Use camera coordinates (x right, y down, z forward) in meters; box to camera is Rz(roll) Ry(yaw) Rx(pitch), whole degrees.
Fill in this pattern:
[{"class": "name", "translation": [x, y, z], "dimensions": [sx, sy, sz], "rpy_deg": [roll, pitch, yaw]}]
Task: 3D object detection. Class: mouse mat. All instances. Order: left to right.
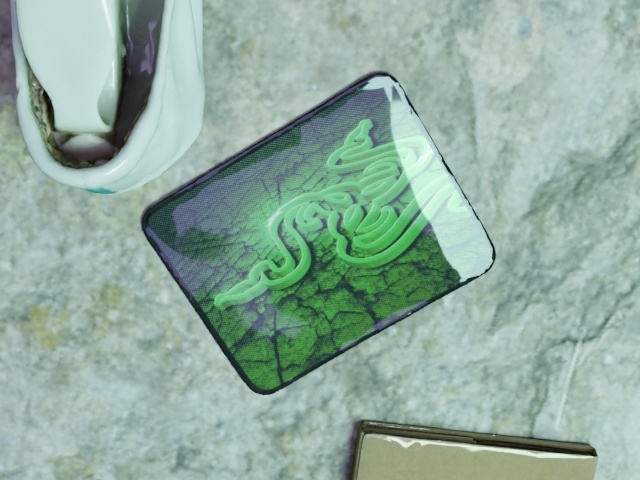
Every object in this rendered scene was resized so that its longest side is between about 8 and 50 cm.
[{"class": "mouse mat", "translation": [0.000, 0.000, 0.798], "dimensions": [0.190, 0.007, 0.152], "rpy_deg": [-31, 106, 6]}]

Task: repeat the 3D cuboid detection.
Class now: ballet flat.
[{"class": "ballet flat", "translation": [-0.120, -0.212, 0.658], "dimensions": [0.139, 0.139, 0.400], "rpy_deg": [-1, 107, -2]}]

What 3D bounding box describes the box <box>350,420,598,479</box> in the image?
[{"class": "box", "translation": [0.094, 0.228, 0.865], "dimensions": [0.164, 0.021, 0.201], "rpy_deg": [7, 107, -5]}]
